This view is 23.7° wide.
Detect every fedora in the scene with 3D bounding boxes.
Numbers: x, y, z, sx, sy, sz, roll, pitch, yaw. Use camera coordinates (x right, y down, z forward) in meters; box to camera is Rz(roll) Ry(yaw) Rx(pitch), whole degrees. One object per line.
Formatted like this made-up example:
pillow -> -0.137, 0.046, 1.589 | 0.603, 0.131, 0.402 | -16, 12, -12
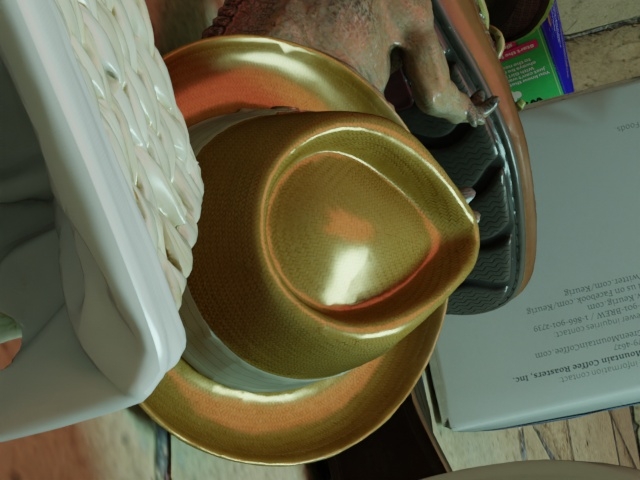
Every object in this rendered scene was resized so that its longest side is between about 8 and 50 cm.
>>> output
fedora -> 0.000, 0.000, 0.608 | 0.194, 0.079, 0.194 | 7, 80, -40

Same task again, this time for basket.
basket -> -0.104, -0.044, 0.352 | 0.103, 0.113, 0.167 | -80, 153, -66

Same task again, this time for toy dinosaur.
toy dinosaur -> -0.014, -0.094, 0.735 | 0.200, 0.127, 0.295 | 47, 47, -42

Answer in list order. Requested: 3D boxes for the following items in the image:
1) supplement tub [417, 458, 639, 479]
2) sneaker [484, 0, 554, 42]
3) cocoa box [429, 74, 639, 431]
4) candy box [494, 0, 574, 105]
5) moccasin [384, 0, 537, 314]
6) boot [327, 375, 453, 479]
supplement tub -> 0.069, 0.223, 0.461 | 0.191, 0.191, 0.272 | -54, 128, -71
sneaker -> 0.046, -0.347, 1.145 | 0.483, 0.185, 0.202 | 64, 36, -28
cocoa box -> 0.259, 0.006, 1.187 | 0.228, 0.347, 0.231 | 22, 55, -73
candy box -> 0.157, -0.268, 1.507 | 0.317, 0.122, 0.268 | 53, 26, -55
moccasin -> 0.046, -0.128, 0.970 | 0.380, 0.139, 0.147 | 63, 27, -14
boot -> 0.046, 0.133, 0.808 | 0.106, 0.082, 0.219 | 0, 75, -72
